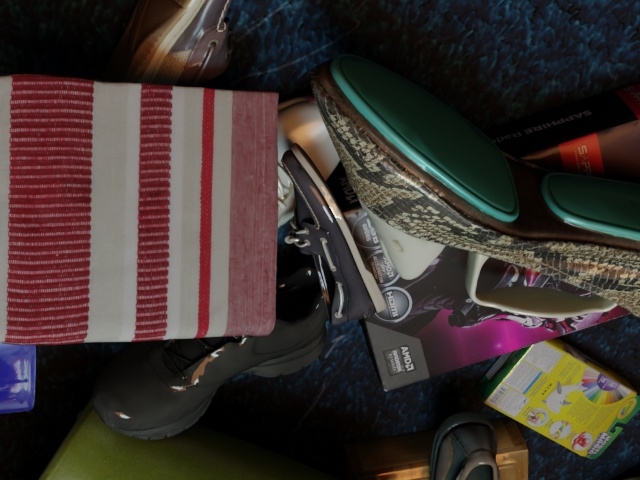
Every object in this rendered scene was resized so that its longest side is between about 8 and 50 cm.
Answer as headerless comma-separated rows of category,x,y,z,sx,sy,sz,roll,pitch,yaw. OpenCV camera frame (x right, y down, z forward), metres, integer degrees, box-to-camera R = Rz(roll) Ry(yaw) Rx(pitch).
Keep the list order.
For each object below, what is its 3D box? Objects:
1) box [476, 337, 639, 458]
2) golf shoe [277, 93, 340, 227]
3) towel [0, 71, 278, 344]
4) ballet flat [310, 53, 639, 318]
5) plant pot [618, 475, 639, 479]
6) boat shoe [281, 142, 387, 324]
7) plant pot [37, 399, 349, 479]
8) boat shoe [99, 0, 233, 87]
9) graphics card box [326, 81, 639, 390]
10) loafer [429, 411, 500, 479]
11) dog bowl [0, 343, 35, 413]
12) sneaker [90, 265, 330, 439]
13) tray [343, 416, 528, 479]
box,0.282,0.177,1.864,0.179,0.043,0.105,31,108,-22
golf shoe,-0.085,-0.022,1.623,0.306,0.140,0.115,-40,117,9
towel,-0.175,-0.027,1.461,0.329,0.037,0.237,0,91,-39
ballet flat,0.175,-0.014,1.579,0.483,0.164,0.182,20,124,-20
plant pot,0.414,0.417,1.935,0.237,0.237,0.254,-33,106,7
boat shoe,0.000,0.000,1.590,0.065,0.075,0.206,-26,120,2
plant pot,-0.148,0.343,1.694,0.353,0.366,0.366,33,109,-2
boat shoe,-0.131,-0.190,1.547,0.092,0.103,0.285,20,113,-31
graphics card box,0.206,-0.004,1.718,0.371,0.094,0.232,-16,119,-2
loafer,0.163,0.322,1.810,0.096,0.084,0.267,-8,119,-8
dog bowl,-0.330,0.035,1.528,0.104,0.265,0.265,-2,119,-13
sneaker,-0.108,0.100,1.644,0.286,0.109,0.130,-27,156,-32
tray,0.146,0.415,1.949,0.203,0.076,0.411,-9,119,-7
